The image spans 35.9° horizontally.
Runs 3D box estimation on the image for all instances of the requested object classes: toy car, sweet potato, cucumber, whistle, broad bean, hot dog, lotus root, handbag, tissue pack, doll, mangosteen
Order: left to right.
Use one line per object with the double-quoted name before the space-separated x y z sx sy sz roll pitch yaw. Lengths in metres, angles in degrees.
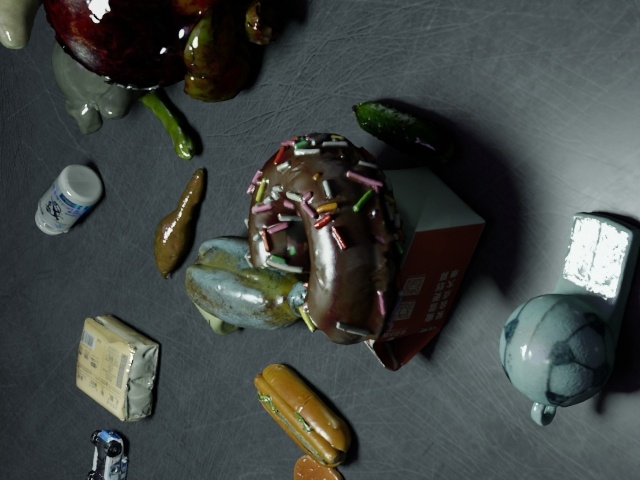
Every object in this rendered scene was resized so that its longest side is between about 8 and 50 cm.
"doll" -0.509 -0.408 1.996 0.252 0.379 0.382 -29 59 57
"toy car" -0.492 0.524 2.295 0.080 0.070 0.170 20 107 45
"tissue pack" -0.456 0.284 2.220 0.222 0.090 0.186 19 106 44
"mangosteen" -0.281 -0.445 1.774 0.381 0.421 0.381 -162 90 -77
"broad bean" -0.319 -0.249 2.045 0.053 0.052 0.256 -37 55 -5
"sweet potato" -0.296 -0.026 2.026 0.075 0.075 0.269 43 121 36
"lotus root" -0.106 0.087 1.783 0.322 0.140 0.158 16 65 37
"hot dog" -0.037 0.314 1.780 0.249 0.068 0.100 38 121 39
"handbag" 0.117 0.046 1.540 0.171 0.151 0.298 50 136 40
"cucumber" 0.124 -0.176 1.561 0.227 0.069 0.069 33 117 45
"whistle" 0.320 0.111 1.306 0.163 0.163 0.289 23 110 44

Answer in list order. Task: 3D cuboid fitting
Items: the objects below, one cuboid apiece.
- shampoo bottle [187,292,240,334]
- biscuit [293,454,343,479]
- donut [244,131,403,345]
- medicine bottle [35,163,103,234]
"shampoo bottle" -0.212 0.107 1.942 0.162 0.079 0.079 48 126 33
"biscuit" -0.001 0.443 1.788 0.130 0.019 0.102 29 114 43
"donut" -0.001 -0.023 1.452 0.345 0.136 0.259 42 134 51
"medicine bottle" -0.595 -0.090 2.320 0.191 0.107 0.107 -38 66 42
